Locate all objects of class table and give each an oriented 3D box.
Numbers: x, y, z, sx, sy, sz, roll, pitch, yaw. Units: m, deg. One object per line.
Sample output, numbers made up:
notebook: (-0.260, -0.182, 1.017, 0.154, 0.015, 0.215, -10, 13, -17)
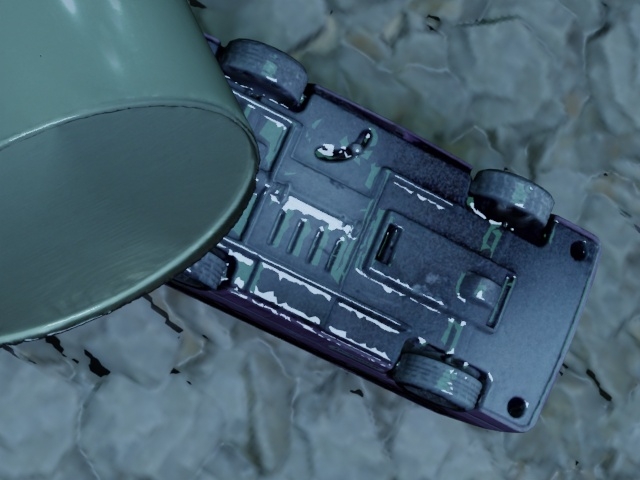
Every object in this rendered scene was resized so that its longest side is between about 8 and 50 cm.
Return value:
table: (-0.119, -0.090, 0.580, 0.126, 0.126, 0.220, -18, 65, -18)

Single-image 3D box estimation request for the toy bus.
toy bus: (0.000, 0.000, 0.674, 0.178, 0.098, 0.087, 27, 80, -18)
